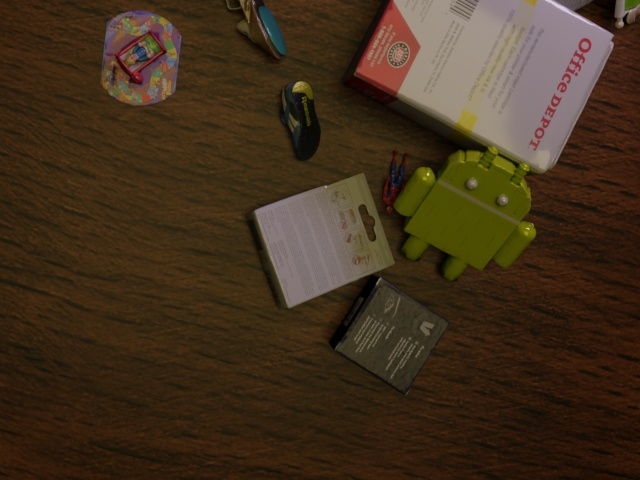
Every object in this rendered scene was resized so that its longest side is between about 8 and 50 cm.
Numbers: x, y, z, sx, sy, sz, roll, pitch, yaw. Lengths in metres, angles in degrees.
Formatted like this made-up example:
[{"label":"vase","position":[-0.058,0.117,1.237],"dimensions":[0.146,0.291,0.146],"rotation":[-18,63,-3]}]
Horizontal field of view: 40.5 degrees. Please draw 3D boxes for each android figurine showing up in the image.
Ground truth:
[{"label":"android figurine","position":[0.262,-0.049,1.537],"dimensions":[0.248,0.056,0.273],"rotation":[29,125,-8]}]

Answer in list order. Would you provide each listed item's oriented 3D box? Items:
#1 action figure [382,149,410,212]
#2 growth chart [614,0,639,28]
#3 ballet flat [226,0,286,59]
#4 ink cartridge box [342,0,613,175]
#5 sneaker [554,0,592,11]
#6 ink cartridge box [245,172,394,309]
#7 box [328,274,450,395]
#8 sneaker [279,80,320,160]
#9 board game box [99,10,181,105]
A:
[{"label":"action figure","position":[0.138,-0.107,1.603],"dimensions":[0.038,0.030,0.115],"rotation":[12,93,-13]},{"label":"growth chart","position":[0.631,-0.508,1.605],"dimensions":[0.237,0.021,0.172],"rotation":[-34,134,-14]},{"label":"ballet flat","position":[-0.126,-0.412,1.545],"dimensions":[0.067,0.073,0.206],"rotation":[-20,92,21]},{"label":"ink cartridge box","position":[0.275,-0.318,1.543],"dimensions":[0.384,0.160,0.279],"rotation":[27,89,-7]},{"label":"sneaker","position":[0.512,-0.566,1.599],"dimensions":[0.366,0.135,0.150],"rotation":[-41,66,1]},{"label":"ink cartridge box","position":[0.000,0.000,1.589],"dimensions":[0.232,0.066,0.189],"rotation":[-21,95,-27]},{"label":"box","position":[0.124,0.170,1.579],"dimensions":[0.158,0.093,0.156],"rotation":[33,88,-6]},{"label":"sneaker","position":[-0.039,-0.217,1.566],"dimensions":[0.053,0.059,0.144],"rotation":[-21,113,-37]},{"label":"board game box","position":[-0.318,-0.324,1.532],"dimensions":[0.133,0.033,0.169],"rotation":[7,92,-7]}]
